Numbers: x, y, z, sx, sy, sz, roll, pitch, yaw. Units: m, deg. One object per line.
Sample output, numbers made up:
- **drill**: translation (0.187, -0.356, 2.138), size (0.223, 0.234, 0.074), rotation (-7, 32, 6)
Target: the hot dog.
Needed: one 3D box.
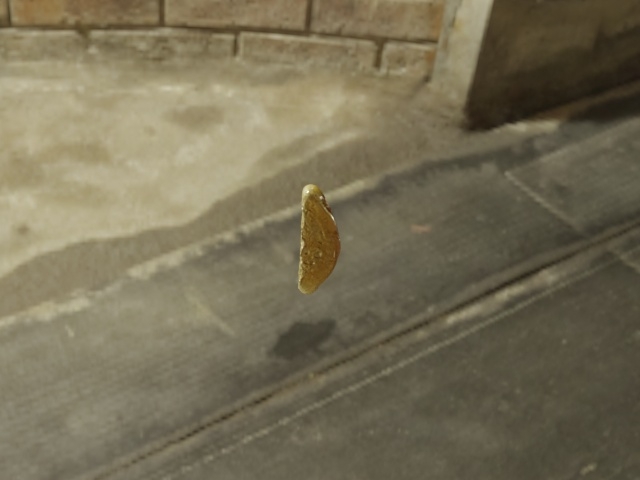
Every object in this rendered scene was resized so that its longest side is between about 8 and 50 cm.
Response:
- **hot dog**: translation (0.000, 0.000, 0.922), size (0.034, 0.090, 0.030), rotation (3, 15, -1)
